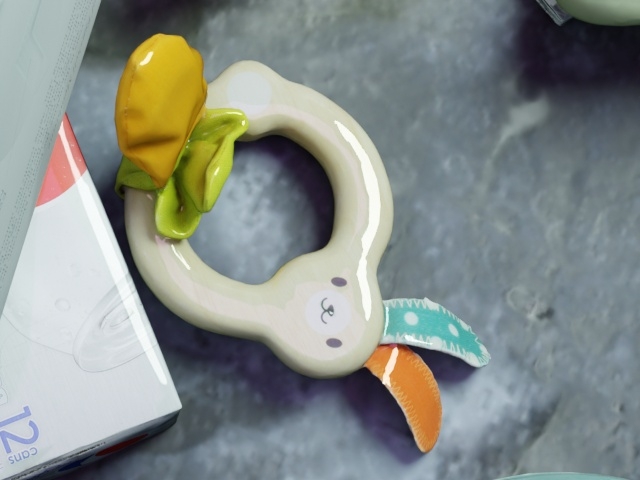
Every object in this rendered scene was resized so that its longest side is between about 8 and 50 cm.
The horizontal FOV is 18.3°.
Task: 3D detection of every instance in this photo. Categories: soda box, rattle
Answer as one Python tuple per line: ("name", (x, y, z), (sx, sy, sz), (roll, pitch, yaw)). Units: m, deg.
("soda box", (-0.155, -0.035, 0.896), (0.091, 0.098, 0.286), (-21, 83, -7))
("rattle", (0.000, 0.000, 0.886), (0.130, 0.143, 0.200), (-32, 79, -27))

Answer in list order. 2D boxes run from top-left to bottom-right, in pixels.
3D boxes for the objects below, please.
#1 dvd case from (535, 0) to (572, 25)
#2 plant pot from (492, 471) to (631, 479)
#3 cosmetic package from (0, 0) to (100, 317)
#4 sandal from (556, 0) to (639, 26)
("dvd case", (0.107, -0.239, 0.987), (0.164, 0.018, 0.221), (-40, 86, -9))
("plant pot", (0.123, 0.241, 0.827), (0.293, 0.196, 0.293), (1, 82, -5))
("cosmetic package", (-0.173, -0.074, 0.737), (0.138, 0.225, 0.224), (16, 82, 3))
("sandal", (0.257, -0.110, 0.946), (0.302, 0.120, 0.086), (-1, 110, -3))
